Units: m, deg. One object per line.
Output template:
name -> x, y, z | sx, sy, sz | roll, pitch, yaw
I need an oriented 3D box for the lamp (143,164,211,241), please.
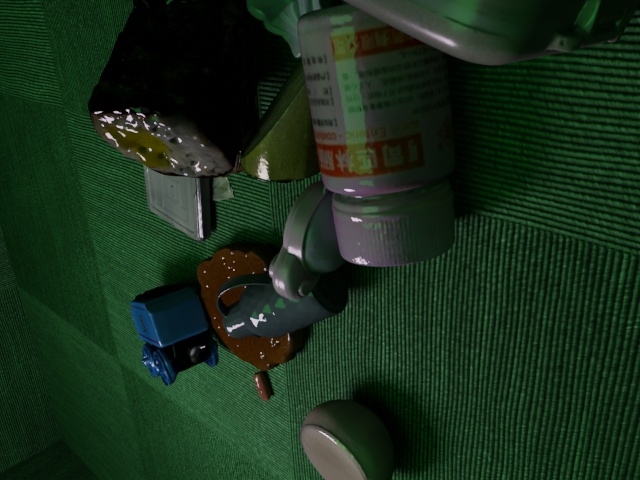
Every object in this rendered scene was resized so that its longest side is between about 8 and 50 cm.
lamp -> -0.381, -0.156, 1.593 | 0.269, 0.047, 0.266 | 28, 128, 38

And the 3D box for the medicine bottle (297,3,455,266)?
medicine bottle -> 0.097, -0.170, 0.955 | 0.219, 0.219, 0.388 | 10, 116, 44

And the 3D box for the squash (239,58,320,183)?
squash -> -0.062, -0.256, 1.108 | 0.189, 0.189, 0.260 | 29, 133, 34

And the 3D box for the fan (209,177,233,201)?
fan -> -0.299, -0.159, 1.547 | 0.240, 0.009, 0.131 | 20, 121, 41

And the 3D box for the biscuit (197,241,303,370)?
biscuit -> -0.178, 0.155, 1.526 | 0.359, 0.074, 0.381 | 50, 135, 14

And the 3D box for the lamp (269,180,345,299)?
lamp -> 0.002, 0.002, 1.116 | 0.108, 0.179, 0.246 | 28, 89, 31

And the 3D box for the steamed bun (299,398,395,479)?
steamed bun -> 0.072, 0.451, 1.351 | 0.232, 0.145, 0.231 | 30, 140, 30

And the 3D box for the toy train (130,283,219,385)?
toy train -> -0.423, 0.256, 1.732 | 0.300, 0.188, 0.265 | -7, 100, 62

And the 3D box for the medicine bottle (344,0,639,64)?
medicine bottle -> 0.192, -0.298, 0.668 | 0.282, 0.375, 0.123 | 39, 130, 26

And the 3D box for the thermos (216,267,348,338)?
thermos -> -0.099, 0.126, 1.294 | 0.287, 0.145, 0.182 | -26, 130, 29

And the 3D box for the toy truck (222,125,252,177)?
toy truck -> -0.277, -0.240, 1.379 | 0.257, 0.140, 0.108 | 38, 132, 28

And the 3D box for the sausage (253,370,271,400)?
sausage -> -0.158, 0.397, 1.654 | 0.034, 0.034, 0.083 | -5, 107, 48

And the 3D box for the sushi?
sushi -> -0.269, -0.284, 1.172 | 0.299, 0.281, 0.294 | 108, 173, -70

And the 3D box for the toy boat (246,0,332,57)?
toy boat -> -0.059, -0.473, 1.062 | 0.199, 0.100, 0.290 | -25, 89, 50
